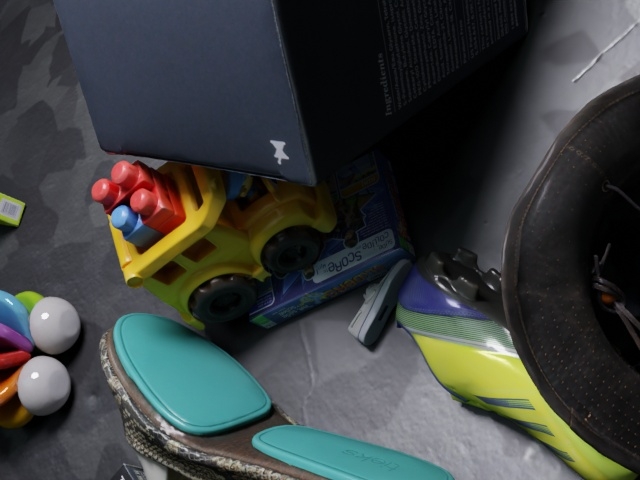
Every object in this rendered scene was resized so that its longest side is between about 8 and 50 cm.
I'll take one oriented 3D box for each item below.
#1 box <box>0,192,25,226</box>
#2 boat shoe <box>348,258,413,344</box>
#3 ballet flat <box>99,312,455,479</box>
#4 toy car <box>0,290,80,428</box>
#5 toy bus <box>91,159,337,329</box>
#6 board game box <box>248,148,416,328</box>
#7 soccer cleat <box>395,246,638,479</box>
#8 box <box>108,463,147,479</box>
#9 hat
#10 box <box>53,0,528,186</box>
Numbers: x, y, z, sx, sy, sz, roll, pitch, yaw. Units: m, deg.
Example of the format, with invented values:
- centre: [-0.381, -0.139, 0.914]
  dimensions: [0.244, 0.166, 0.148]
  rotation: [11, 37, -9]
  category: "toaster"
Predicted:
- centre: [-0.543, -0.060, 1.437]
  dimensions: [0.178, 0.109, 0.042]
  rotation: [6, 76, 36]
  category: "box"
- centre: [0.061, 0.060, 1.012]
  dimensions: [0.035, 0.035, 0.100]
  rotation: [30, 94, 37]
  category: "boat shoe"
- centre: [-0.073, 0.234, 0.960]
  dimensions: [0.483, 0.164, 0.181]
  rotation: [22, 107, 38]
  category: "ballet flat"
- centre: [-0.407, 0.144, 1.228]
  dimensions: [0.159, 0.136, 0.181]
  rotation: [-11, 63, 31]
  category: "toy car"
- centre: [-0.126, -0.035, 1.026]
  dimensions: [0.220, 0.211, 0.149]
  rotation: [-36, 51, 16]
  category: "toy bus"
- centre: [0.000, 0.000, 1.081]
  dimensions: [0.201, 0.035, 0.136]
  rotation: [-26, 56, 23]
  category: "board game box"
- centre: [0.175, 0.126, 0.884]
  dimensions: [0.289, 0.094, 0.121]
  rotation: [47, 129, 35]
  category: "soccer cleat"
- centre: [-0.192, 0.356, 1.017]
  dimensions: [0.147, 0.077, 0.180]
  rotation: [-50, 50, 5]
  category: "box"
- centre: [0.281, 0.034, 0.794]
  dimensions: [0.332, 0.134, 0.331]
  rotation: [2, 78, -11]
  category: "hat"
- centre: [-0.017, -0.246, 0.972]
  dimensions: [0.294, 0.211, 0.395]
  rotation: [12, 37, 37]
  category: "box"
